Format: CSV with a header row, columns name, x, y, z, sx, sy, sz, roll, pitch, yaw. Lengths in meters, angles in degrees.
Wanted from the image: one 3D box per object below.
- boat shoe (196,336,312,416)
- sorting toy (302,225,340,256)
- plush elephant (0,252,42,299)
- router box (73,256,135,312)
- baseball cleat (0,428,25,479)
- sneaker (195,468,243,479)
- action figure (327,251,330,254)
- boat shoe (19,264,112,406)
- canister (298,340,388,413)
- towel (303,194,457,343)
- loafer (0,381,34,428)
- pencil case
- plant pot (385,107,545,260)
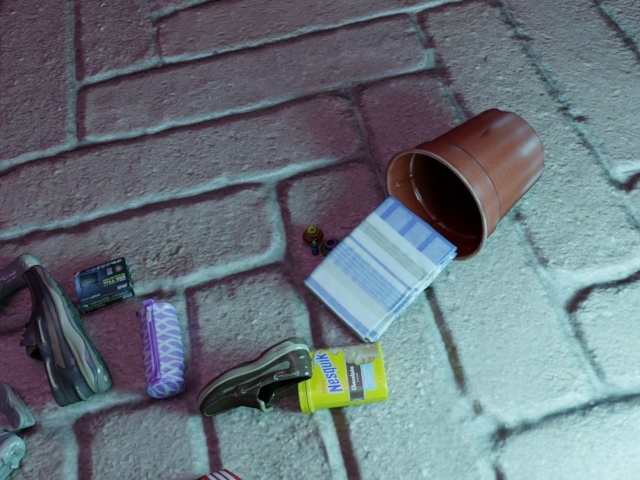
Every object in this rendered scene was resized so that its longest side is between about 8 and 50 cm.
name,x,y,z,sx,sy,sz,roll,pitch,yaw
boat shoe,-0.127,0.284,1.349,0.257,0.095,0.095,-35,57,18
sorting toy,0.000,0.000,1.600,0.102,0.042,0.061,27,63,23
plush elephant,-0.847,0.052,1.544,0.271,0.255,0.330,31,65,25
router box,-0.489,0.099,1.597,0.122,0.038,0.092,-20,56,-6
baseball cleat,-0.662,0.460,1.362,0.109,0.072,0.206,17,54,35
sneaker,-0.159,0.501,1.246,0.128,0.087,0.221,-26,57,-9
action figure,0.065,0.062,1.552,0.115,0.038,0.030,23,48,25
boat shoe,-0.568,0.194,1.486,0.130,0.132,0.355,-31,56,-14
canister,0.041,0.266,1.391,0.169,0.073,0.126,-7,55,0
towel,0.126,0.060,1.505,0.209,0.034,0.285,41,79,20
loafer,-0.630,0.340,1.454,0.125,0.039,0.045,42,103,33
pencil case,-0.329,0.221,1.462,0.086,0.088,0.206,-18,56,-2
plant pot,0.329,-0.139,1.538,0.265,0.272,0.272,-36,58,-27
